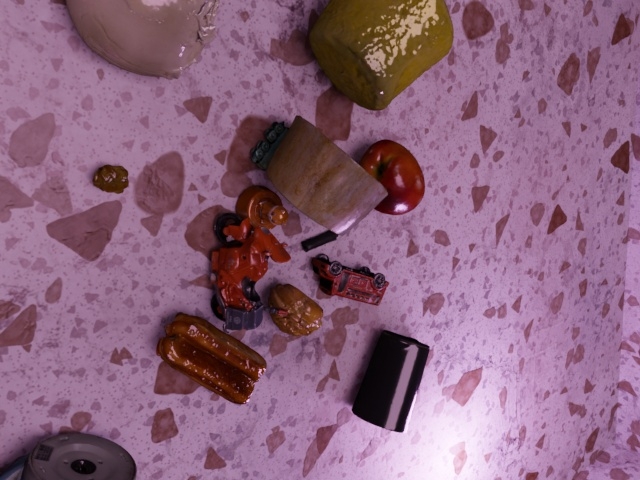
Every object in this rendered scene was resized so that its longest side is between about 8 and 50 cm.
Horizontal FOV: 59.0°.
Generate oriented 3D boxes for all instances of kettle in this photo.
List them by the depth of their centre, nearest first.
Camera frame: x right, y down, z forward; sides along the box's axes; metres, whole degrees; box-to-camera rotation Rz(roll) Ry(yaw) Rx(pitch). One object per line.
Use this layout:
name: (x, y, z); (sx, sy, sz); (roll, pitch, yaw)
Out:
kettle: (-0.647, 0.661, 1.341); (0.319, 0.247, 0.342); (21, 98, -8)
kettle: (0.274, 0.491, 1.981); (0.262, 0.203, 0.308); (22, 85, -36)

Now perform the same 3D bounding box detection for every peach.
peach: (0.218, -0.194, 1.761); (0.243, 0.199, 0.243); (45, 35, -45)

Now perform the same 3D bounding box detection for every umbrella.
umbrella: (-0.001, -0.002, 1.749); (0.133, 0.031, 0.036); (-23, 116, -31)

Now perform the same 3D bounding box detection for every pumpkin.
pumpkin: (-0.002, -0.164, 1.536); (0.199, 0.332, 0.332); (-47, 126, 1)

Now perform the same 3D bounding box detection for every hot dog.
hot dog: (-0.299, 0.324, 1.559); (0.349, 0.117, 0.158); (40, 74, -34)

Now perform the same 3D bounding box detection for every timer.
timer: (-0.140, -0.077, 1.548); (0.132, 0.152, 0.132); (-10, 108, -34)

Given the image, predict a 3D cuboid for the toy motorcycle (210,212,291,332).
toy motorcycle: (-0.192, 0.093, 1.527); (0.148, 0.221, 0.326); (-29, 126, -68)

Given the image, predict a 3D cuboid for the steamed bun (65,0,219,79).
steamed bun: (-0.369, -0.532, 1.208); (0.312, 0.233, 0.334); (4, 98, -38)

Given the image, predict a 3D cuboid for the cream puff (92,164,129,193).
cream puff: (-0.494, -0.147, 1.330); (0.083, 0.083, 0.058); (-20, 69, -20)

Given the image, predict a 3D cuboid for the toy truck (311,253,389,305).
toy truck: (0.084, 0.126, 1.778); (0.252, 0.107, 0.114); (16, 95, -29)

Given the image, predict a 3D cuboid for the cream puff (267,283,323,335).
cream puff: (-0.082, 0.210, 1.661); (0.129, 0.189, 0.189); (-50, 126, -10)

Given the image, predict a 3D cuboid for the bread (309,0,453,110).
bread: (0.159, -0.545, 1.542); (0.348, 0.348, 0.308); (41, 82, -36)

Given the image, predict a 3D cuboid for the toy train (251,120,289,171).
toy train: (-0.136, -0.267, 1.575); (0.148, 0.038, 0.071); (-55, 129, -13)
